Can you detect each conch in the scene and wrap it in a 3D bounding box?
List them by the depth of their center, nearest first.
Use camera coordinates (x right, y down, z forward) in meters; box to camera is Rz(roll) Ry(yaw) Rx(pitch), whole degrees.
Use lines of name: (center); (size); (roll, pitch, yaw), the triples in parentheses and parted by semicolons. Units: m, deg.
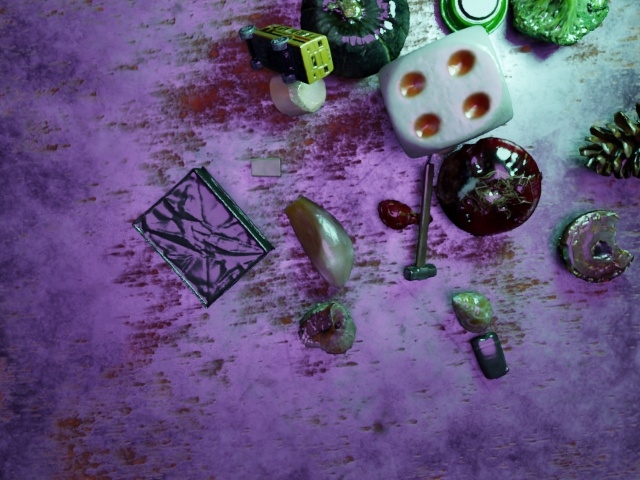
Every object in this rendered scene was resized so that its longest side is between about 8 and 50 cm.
conch: (0.021, 0.262, 1.771); (0.178, 0.245, 0.163); (-22, 57, -15)
conch: (0.487, 0.228, 1.822); (0.116, 0.106, 0.173); (-10, 112, 18)

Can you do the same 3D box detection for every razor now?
razor: (0.553, 0.377, 1.861); (0.090, 0.054, 0.148); (-21, 96, 4)

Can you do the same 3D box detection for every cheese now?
cheese: (0.375, -0.284, 1.781); (0.127, 0.050, 0.235); (14, 95, -3)

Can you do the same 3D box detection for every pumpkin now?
pumpkin: (0.098, -0.628, 1.637); (0.323, 0.241, 0.324); (0, 95, 2)

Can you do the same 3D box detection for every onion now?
onion: (0.503, -0.162, 1.725); (0.313, 0.232, 0.314); (7, 115, 15)

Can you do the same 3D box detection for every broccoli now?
broccoli: (0.687, -0.721, 1.644); (0.307, 0.275, 0.308); (-5, 79, 25)

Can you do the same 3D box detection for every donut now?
donut: (0.860, 0.022, 1.810); (0.216, 0.096, 0.230); (-33, 97, 5)

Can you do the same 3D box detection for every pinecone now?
pinecone: (0.940, -0.292, 1.716); (0.309, 0.244, 0.244); (-6, 97, 10)

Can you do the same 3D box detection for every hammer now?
hammer: (0.323, -0.054, 1.768); (0.111, 0.043, 0.366); (-5, 105, -32)

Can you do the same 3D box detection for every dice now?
dice: (0.343, -0.404, 1.578); (0.304, 0.304, 0.277); (-19, 98, 18)

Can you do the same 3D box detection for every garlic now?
garlic: (0.009, -0.004, 1.787); (0.143, 0.112, 0.318); (-33, 86, 5)

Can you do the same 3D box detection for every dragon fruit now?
dragon fruit: (0.265, -0.070, 1.788); (0.190, 0.094, 0.094); (16, 96, -15)

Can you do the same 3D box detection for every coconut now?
coconut: (-0.072, -0.443, 1.706); (0.147, 0.152, 0.147); (-6, 100, -38)

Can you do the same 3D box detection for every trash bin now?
trash bin: (-0.168, -0.225, 1.776); (0.092, 0.043, 0.061); (-1, 97, 0)

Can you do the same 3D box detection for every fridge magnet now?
fridge magnet: (0.462, -0.713, 1.715); (0.207, 0.088, 0.208); (0, 97, -2)

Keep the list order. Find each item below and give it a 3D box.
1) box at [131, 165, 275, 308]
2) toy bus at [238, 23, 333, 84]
box: (-0.341, -0.013, 1.714); (0.251, 0.204, 0.345); (-41, 96, 3)
toy bus: (-0.103, -0.536, 1.616); (0.123, 0.335, 0.121); (-32, 129, -18)
